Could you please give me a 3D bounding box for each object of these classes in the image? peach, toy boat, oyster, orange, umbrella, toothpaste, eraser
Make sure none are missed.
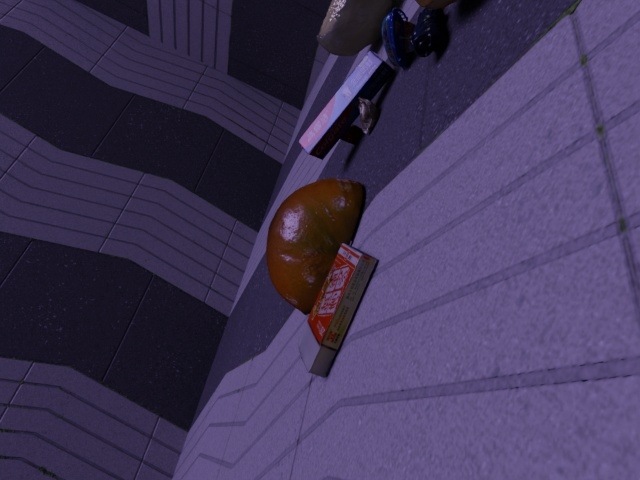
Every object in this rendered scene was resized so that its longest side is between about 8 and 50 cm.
[{"bbox_3d":[0.091,-0.317,1.413,0.083,0.077,0.050,-8,-51,-51],"label":"peach"},{"bbox_3d":[0.204,-0.477,1.120,0.175,0.110,0.091,39,-110,-59],"label":"toy boat"},{"bbox_3d":[0.125,-0.335,1.285,0.080,0.038,0.083,44,137,39],"label":"oyster"},{"bbox_3d":[-0.002,-0.003,1.141,0.310,0.274,0.274,-35,14,0],"label":"orange"},{"bbox_3d":[0.235,-0.463,1.031,0.071,0.070,0.248,-56,13,43],"label":"umbrella"},{"bbox_3d":[0.068,-0.371,1.337,0.320,0.076,0.066,-50,61,21],"label":"toothpaste"},{"bbox_3d":[0.025,0.123,0.903,0.231,0.038,0.157,-66,12,2],"label":"eraser"}]

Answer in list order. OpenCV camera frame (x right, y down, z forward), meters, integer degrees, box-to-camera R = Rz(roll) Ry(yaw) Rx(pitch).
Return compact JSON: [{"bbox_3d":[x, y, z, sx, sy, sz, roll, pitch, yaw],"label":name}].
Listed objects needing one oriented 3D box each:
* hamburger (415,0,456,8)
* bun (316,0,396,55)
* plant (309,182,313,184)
[{"bbox_3d":[0.253,-0.573,0.863,0.300,0.175,0.301,-158,90,-78],"label":"hamburger"},{"bbox_3d":[0.149,-0.819,1.712,0.364,0.202,0.364,-53,20,28],"label":"bun"},{"bbox_3d":[-0.037,-0.105,1.475,0.143,0.094,0.092,-60,24,12],"label":"plant"}]
